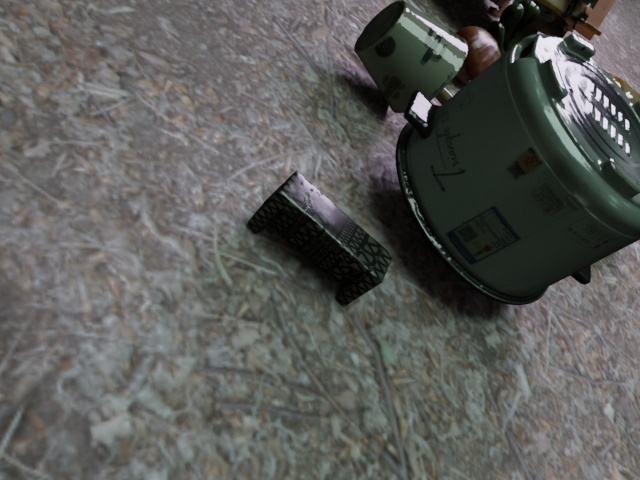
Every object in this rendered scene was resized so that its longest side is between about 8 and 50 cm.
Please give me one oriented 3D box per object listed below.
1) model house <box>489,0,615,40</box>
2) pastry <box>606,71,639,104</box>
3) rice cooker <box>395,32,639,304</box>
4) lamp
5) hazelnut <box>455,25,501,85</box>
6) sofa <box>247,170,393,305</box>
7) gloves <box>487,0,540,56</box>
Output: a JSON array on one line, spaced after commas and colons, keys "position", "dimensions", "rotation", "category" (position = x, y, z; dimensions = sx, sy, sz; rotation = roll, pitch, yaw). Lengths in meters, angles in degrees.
[{"position": [0.314, -0.466, 1.126], "dimensions": [0.244, 0.169, 0.326], "rotation": [18, 24, -36], "category": "model house"}, {"position": [0.425, -0.151, 1.010], "dimensions": [0.256, 0.170, 0.237], "rotation": [49, 42, -7], "category": "pastry"}, {"position": [0.211, -0.067, 0.700], "dimensions": [0.280, 0.227, 0.241], "rotation": [38, 43, -15], "category": "rice cooker"}, {"position": [0.144, -0.191, 0.829], "dimensions": [0.215, 0.121, 0.121], "rotation": [40, 40, -24], "category": "lamp"}, {"position": [0.227, -0.274, 0.999], "dimensions": [0.086, 0.086, 0.086], "rotation": [24, 46, -27], "category": "hazelnut"}, {"position": [0.000, 0.000, 0.588], "dimensions": [0.118, 0.060, 0.039], "rotation": [41, 46, -10], "category": "sofa"}, {"position": [0.334, -0.307, 1.104], "dimensions": [0.268, 0.107, 0.135], "rotation": [15, 56, -56], "category": "gloves"}]
